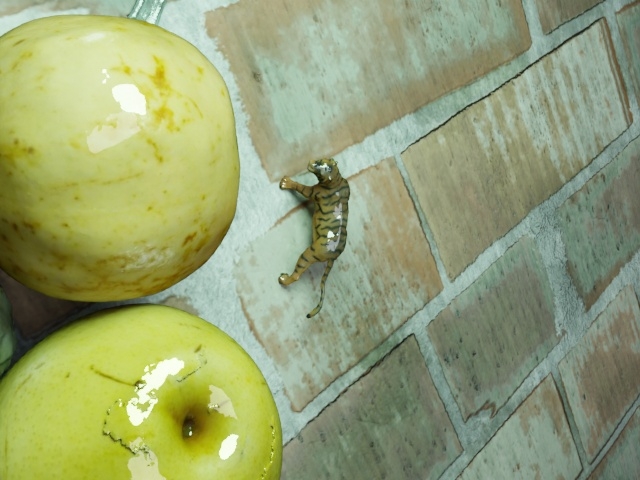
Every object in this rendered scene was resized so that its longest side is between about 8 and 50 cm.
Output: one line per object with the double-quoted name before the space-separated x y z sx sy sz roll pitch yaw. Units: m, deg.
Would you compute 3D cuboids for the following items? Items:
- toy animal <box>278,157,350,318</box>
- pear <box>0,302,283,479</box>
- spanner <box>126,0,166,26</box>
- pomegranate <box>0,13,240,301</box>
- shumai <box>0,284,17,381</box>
"toy animal" 0.007 -0.001 0.983 0.114 0.116 0.255 -1 91 -34
"pear" -0.213 0.244 0.694 0.349 0.348 0.348 0 90 -36
"spanner" -0.225 -0.395 0.876 0.071 0.017 0.301 24 77 -34
"pomegranate" -0.264 -0.088 0.673 0.343 0.343 0.342 0 90 -36
"shumai" -0.425 0.108 0.611 0.225 0.222 0.260 28 70 -30
